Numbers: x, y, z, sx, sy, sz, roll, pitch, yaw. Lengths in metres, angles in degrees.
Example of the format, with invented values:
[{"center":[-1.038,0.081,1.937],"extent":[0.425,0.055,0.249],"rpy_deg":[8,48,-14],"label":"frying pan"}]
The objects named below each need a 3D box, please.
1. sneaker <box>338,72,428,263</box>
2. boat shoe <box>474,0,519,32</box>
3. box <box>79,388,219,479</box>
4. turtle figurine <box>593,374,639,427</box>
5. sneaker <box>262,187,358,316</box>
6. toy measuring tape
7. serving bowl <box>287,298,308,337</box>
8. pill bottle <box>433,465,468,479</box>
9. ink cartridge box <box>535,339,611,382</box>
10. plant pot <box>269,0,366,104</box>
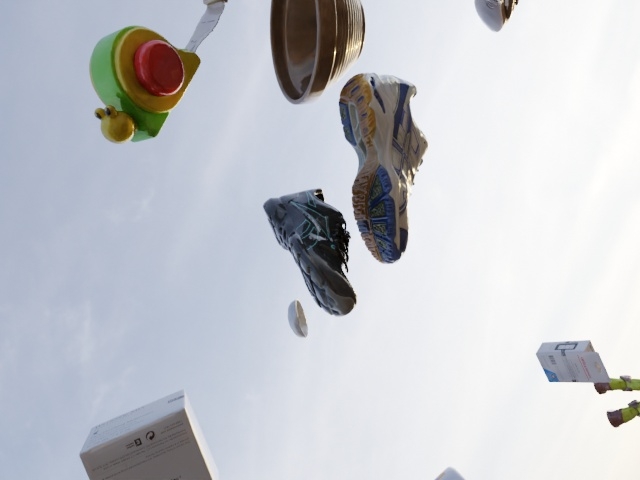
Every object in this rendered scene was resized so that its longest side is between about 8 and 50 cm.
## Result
[{"center":[0.120,-0.114,0.861],"extent":[0.131,0.112,0.296],"rpy_deg":[-10,-83,-28],"label":"sneaker"},{"center":[0.307,-0.421,0.927],"extent":[0.073,0.073,0.207],"rpy_deg":[-45,-10,8],"label":"boat shoe"},{"center":[-0.288,0.388,0.955],"extent":[0.181,0.119,0.182],"rpy_deg":[-21,-84,-13],"label":"box"},{"center":[0.677,0.311,1.090],"extent":[0.087,0.217,0.269],"rpy_deg":[-22,-96,-55],"label":"turtle figurine"},{"center":[0.000,0.000,0.815],"extent":[0.106,0.267,0.101],"rpy_deg":[-24,-46,-9],"label":"sneaker"},{"center":[-0.222,-0.270,0.749],"extent":[0.121,0.121,0.330],"rpy_deg":[54,-135,-48],"label":"toy measuring tape"},{"center":[-0.051,0.166,1.156],"extent":[0.027,0.083,0.083],"rpy_deg":[-16,-46,8],"label":"serving bowl"},{"center":[0.157,0.496,0.842],"extent":[0.272,0.152,0.152],"rpy_deg":[-40,-43,-8],"label":"pill bottle"},{"center":[0.329,0.156,0.712],"extent":[0.028,0.083,0.048],"rpy_deg":[-37,-77,-38],"label":"ink cartridge box"},{"center":[0.001,-0.347,0.910],"extent":[0.109,0.237,0.237],"rpy_deg":[-7,-63,-21],"label":"plant pot"}]
